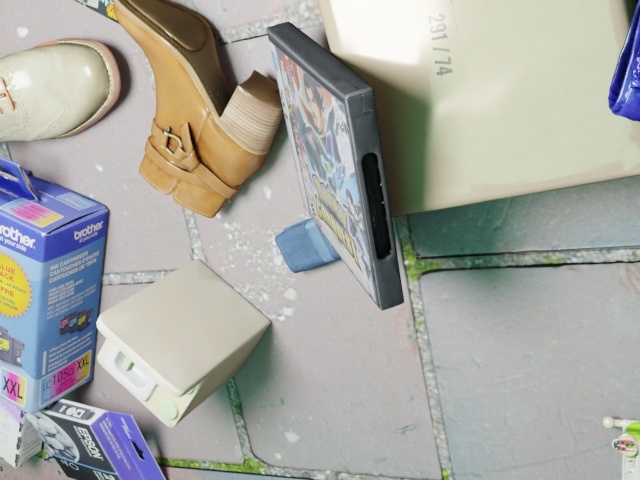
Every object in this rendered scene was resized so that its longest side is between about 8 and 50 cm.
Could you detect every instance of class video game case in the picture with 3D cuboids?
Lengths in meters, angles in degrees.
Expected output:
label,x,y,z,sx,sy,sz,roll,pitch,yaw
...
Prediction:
label,x,y,z,sx,sy,sz,roll,pitch,yaw
video game case,0.013,-0.093,0.919,0.035,0.275,0.248,-18,122,-11

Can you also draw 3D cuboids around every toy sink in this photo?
label,x,y,z,sx,sy,sz,roll,pitch,yaw
toy sink,-0.208,0.153,1.145,0.153,0.234,0.131,39,120,9

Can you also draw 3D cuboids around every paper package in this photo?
label,x,y,z,sx,sy,sz,roll,pitch,yaw
paper package,0.175,-0.215,0.856,0.309,0.168,0.325,-9,103,29

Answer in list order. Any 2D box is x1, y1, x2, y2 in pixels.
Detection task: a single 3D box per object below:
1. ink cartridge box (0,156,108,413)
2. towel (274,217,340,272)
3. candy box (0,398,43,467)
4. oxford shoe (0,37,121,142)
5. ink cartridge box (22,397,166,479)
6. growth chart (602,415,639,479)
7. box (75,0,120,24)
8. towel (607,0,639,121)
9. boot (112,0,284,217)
label,x,y,z,sx,sy,sz,roll,pitch,yaw
ink cartridge box,-0.498,0.038,1.305,0.270,0.151,0.395,22,115,19
towel,0.000,0.000,1.103,0.119,0.029,0.067,-20,98,30
candy box,-0.579,0.286,1.479,0.165,0.070,0.196,25,117,17
oxford shoe,-0.468,-0.199,1.200,0.397,0.146,0.140,-11,102,29
ink cartridge box,-0.377,0.350,1.375,0.208,0.045,0.206,6,133,24
growth chart,0.447,0.323,0.999,0.172,0.021,0.237,-3,107,27
box,-0.281,-0.353,1.119,0.137,0.027,0.094,29,120,15
towel,0.425,-0.186,0.700,0.308,0.076,0.228,12,100,-6
boot,-0.195,-0.180,1.101,0.283,0.109,0.220,36,126,-2
